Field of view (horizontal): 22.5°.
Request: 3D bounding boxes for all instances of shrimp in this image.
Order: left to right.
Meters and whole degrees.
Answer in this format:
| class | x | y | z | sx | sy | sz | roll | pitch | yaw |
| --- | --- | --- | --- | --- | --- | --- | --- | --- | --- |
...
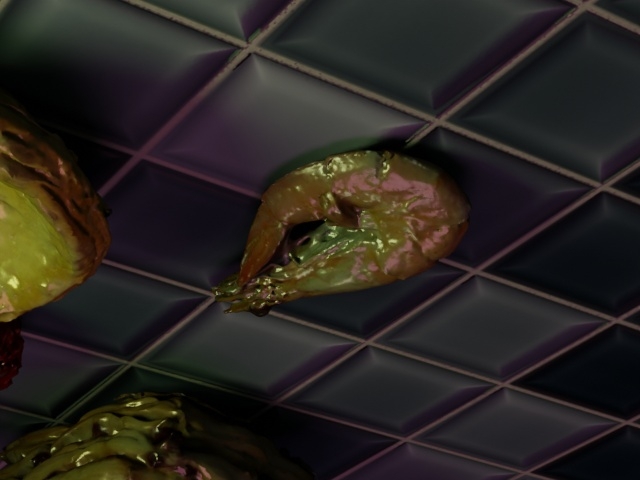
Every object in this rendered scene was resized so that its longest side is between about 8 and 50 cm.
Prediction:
| class | x | y | z | sx | sy | sz | roll | pitch | yaw |
| --- | --- | --- | --- | --- | --- | --- | --- | --- | --- |
| shrimp | 0.000 | 0.000 | 1.317 | 0.145 | 0.061 | 0.267 | 35 | 139 | -31 |

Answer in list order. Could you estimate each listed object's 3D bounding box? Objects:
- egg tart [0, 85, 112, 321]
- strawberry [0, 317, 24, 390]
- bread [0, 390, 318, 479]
| class | x | y | z | sx | sy | sz | roll | pitch | yaw |
| --- | --- | --- | --- | --- | --- | --- | --- | --- | --- |
| egg tart | -0.293 | -0.042 | 1.191 | 0.294 | 0.123 | 0.294 | -3 | 150 | -2 |
| strawberry | -0.339 | 0.099 | 1.463 | 0.145 | 0.086 | 0.145 | 1 | 151 | 1 |
| bread | -0.196 | 0.265 | 1.663 | 0.324 | 0.167 | 0.277 | -31 | 138 | 28 |
